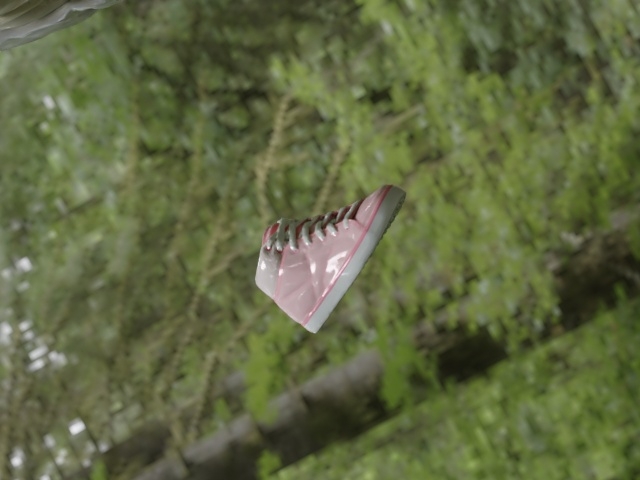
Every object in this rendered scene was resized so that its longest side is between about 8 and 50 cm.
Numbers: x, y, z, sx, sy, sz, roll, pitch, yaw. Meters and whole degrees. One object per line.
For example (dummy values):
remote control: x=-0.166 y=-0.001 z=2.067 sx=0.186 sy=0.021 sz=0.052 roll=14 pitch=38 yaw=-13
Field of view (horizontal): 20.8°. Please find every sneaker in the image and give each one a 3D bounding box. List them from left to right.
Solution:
sneaker: x=0.000 y=0.000 z=1.170 sx=0.070 sy=0.134 sz=0.051 roll=36 pitch=-141 yaw=1

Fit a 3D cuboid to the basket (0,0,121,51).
basket: x=-0.233 y=-0.209 z=0.647 sx=0.266 sy=0.331 sz=0.328 roll=-42 pitch=-69 yaw=-76
